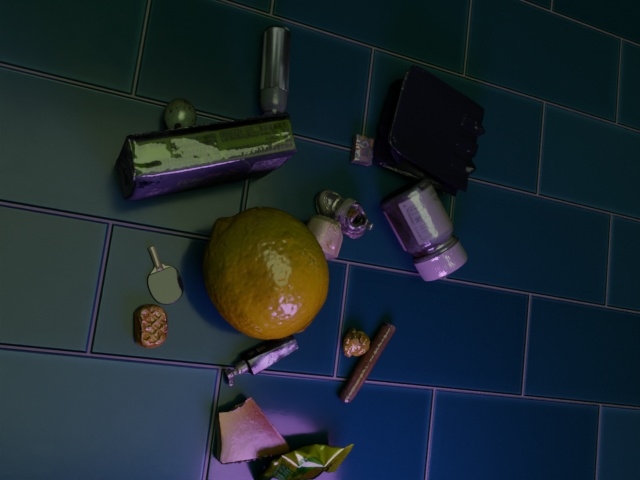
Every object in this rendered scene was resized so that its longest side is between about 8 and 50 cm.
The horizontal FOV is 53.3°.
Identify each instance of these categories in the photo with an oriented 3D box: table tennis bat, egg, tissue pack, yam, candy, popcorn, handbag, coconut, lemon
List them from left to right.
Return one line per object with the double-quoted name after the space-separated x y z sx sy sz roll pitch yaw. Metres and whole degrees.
-0.408 0.089 1.643 0.087 0.013 0.156 -21 94 -22 "table tennis bat"
-0.367 -0.315 1.660 0.085 0.085 0.110 9 98 -22 "egg"
-0.287 -0.200 1.573 0.394 0.288 0.124 -14 88 -23 "tissue pack"
-0.135 0.080 1.599 0.336 0.336 0.336 2 84 -23 "lemon"
-0.044 0.591 1.696 0.246 0.149 0.069 4 47 -24 "candy"
0.000 0.000 1.769 0.116 0.116 0.122 24 76 -19 "coconut"
0.095 0.284 1.816 0.084 0.084 0.084 2 84 -23 "popcorn"
0.125 -0.267 1.887 0.063 0.035 0.083 9 81 -23 "tissue pack"
0.133 0.351 1.826 0.046 0.046 0.264 39 72 -15 "yam"
0.338 -0.322 1.932 0.329 0.122 0.303 23 71 -21 "handbag"

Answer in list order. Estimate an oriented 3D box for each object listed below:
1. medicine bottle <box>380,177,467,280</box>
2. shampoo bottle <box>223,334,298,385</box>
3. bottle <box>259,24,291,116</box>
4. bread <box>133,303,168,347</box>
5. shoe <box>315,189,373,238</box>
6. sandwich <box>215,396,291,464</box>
0.304 -0.032 1.872 0.165 0.165 0.273 -33 99 -22 "medicine bottle"
-0.160 0.317 1.702 0.207 0.057 0.063 -25 102 -21 "shampoo bottle"
-0.123 -0.467 1.783 0.096 0.079 0.254 16 74 -60 "bottle"
-0.426 0.215 1.606 0.083 0.044 0.111 0 83 -24 "bread"
0.070 -0.076 1.815 0.180 0.092 0.089 40 72 -15 "shoe"
-0.178 0.491 1.677 0.193 0.058 0.162 -1 85 -24 "sandwich"
